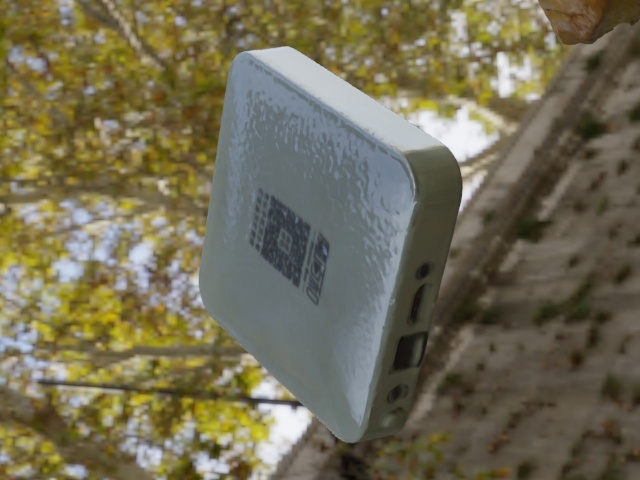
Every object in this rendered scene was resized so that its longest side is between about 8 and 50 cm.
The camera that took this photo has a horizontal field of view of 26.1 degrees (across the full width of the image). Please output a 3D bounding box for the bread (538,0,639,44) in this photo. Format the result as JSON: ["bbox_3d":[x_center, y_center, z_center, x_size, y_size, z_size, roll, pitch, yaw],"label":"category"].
[{"bbox_3d":[0.230,-0.285,1.129,0.139,0.143,0.229,-111,2,-86],"label":"bread"}]

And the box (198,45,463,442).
[{"bbox_3d":[0.000,0.000,1.598,0.090,0.373,0.367,-11,-55,-36],"label":"box"}]
